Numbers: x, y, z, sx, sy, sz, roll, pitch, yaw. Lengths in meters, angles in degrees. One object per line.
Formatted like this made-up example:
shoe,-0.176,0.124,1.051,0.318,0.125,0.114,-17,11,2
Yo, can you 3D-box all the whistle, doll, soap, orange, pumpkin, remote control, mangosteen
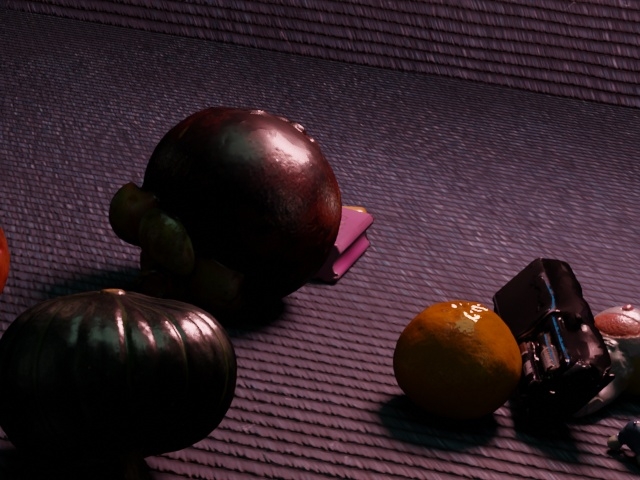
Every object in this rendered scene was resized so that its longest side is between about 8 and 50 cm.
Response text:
whistle,0.372,0.154,1.859,0.123,0.122,0.223,20,36,35
doll,0.392,0.235,1.704,0.083,0.050,0.076,-2,24,-33
soap,0.000,0.000,2.249,0.122,0.065,0.203,12,17,13
orange,0.167,0.141,1.752,0.159,0.136,0.159,3,15,-1
pumpkin,-0.207,0.151,1.474,0.250,0.216,0.250,-15,-7,-2
remote control,0.289,0.124,1.885,0.062,0.144,0.399,45,13,-13
mangosteen,-0.120,-0.040,2.003,0.311,0.311,0.311,7,18,-2

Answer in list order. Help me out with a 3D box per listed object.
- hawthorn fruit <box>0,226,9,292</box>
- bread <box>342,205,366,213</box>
hawthorn fruit,-0.501,-0.019,1.765,0.242,0.271,0.242,0,11,0
bread,0.024,-0.031,2.375,0.103,0.049,0.062,1,-10,-15
